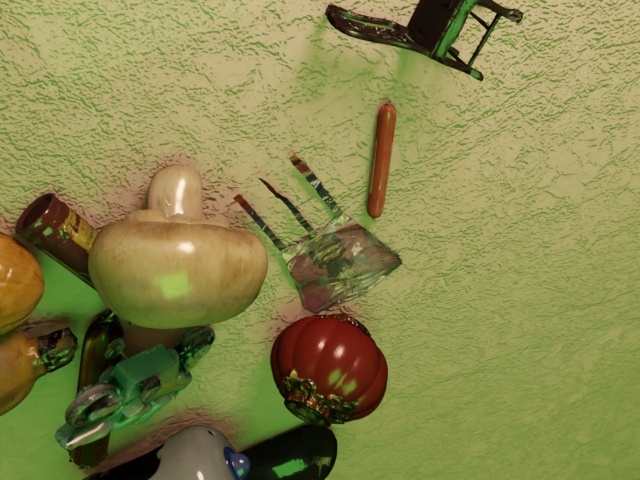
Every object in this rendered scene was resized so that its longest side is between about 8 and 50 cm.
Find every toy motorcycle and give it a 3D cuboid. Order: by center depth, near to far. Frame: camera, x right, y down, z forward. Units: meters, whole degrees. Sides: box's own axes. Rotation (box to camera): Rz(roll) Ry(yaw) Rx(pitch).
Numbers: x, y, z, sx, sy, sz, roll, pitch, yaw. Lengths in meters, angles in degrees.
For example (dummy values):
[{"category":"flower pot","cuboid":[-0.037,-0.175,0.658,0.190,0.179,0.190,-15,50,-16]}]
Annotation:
[{"category":"toy motorcycle","cuboid":[-0.317,0.252,1.060,0.296,0.109,0.198,-23,152,-51]}]

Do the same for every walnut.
[{"category":"walnut","cuboid":[-0.503,0.055,0.869,0.206,0.159,0.159,14,121,-18]}]

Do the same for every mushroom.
[{"category":"mushroom","cuboid":[-0.203,0.008,0.895,0.253,0.260,0.235,3,87,-17]}]

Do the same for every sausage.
[{"category":"sausage","cuboid":[0.099,-0.124,0.995,0.029,0.029,0.223,-6,127,-13]},{"category":"sausage","cuboid":[-0.405,0.264,1.107,0.082,0.082,0.372,7,122,-21]}]

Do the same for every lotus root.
[{"category":"lotus root","cuboid":[-0.544,0.201,0.963,0.309,0.183,0.183,-7,128,-19]}]

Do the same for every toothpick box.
[{"category":"toothpick box","cuboid":[-0.292,0.532,1.231,0.354,0.263,0.263,-28,129,3]}]

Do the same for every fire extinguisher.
[{"category":"fire extinguisher","cuboid":[-0.360,0.041,0.953,0.106,0.075,0.252,-29,130,13]}]

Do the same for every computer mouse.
[{"category":"computer mouse","cuboid":[-0.080,0.526,1.388,0.269,0.100,0.170,-23,127,1]}]

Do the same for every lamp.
[{"category":"lamp","cuboid":[0.018,0.232,1.136,0.226,0.227,0.227,-8,128,-11]}]

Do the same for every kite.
[{"category":"kite","cuboid":[-0.001,-0.002,1.064,0.204,0.022,0.360,-30,133,7]}]

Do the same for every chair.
[{"category":"chair","cuboid":[0.134,-0.307,0.819,0.229,0.106,0.113,12,123,-26]}]
